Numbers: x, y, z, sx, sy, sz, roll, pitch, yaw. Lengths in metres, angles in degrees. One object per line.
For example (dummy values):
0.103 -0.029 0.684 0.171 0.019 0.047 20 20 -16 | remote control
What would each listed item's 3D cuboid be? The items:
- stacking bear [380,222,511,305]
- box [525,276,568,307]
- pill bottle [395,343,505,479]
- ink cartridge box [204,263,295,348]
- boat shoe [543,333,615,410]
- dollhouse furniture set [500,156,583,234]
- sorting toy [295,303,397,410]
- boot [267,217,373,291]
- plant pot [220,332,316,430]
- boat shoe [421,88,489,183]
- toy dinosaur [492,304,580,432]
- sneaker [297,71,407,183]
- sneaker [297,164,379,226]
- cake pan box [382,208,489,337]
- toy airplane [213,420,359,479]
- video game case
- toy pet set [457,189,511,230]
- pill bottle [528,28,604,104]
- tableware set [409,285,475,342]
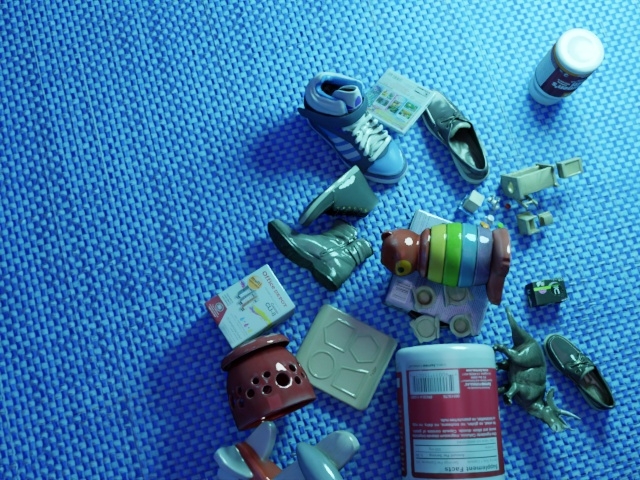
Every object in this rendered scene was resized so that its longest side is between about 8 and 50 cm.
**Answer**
0.283 0.035 1.620 0.289 0.175 0.164 5 46 7 | stacking bear
0.567 0.131 1.736 0.083 0.052 0.062 -9 77 -7 | box
0.291 0.444 1.552 0.229 0.229 0.408 -1 77 -4 | pill bottle
-0.164 0.161 1.635 0.176 0.127 0.128 -33 81 -12 | ink cartridge box
0.639 0.318 1.687 0.080 0.073 0.223 -36 82 -11 | boat shoe
0.581 -0.117 1.793 0.182 0.101 0.161 -17 103 -8 | dollhouse furniture set
0.055 0.282 1.674 0.208 0.038 0.193 26 76 7 | sorting toy
0.000 0.000 1.723 0.246 0.083 0.161 40 65 5 | boot
-0.129 0.320 1.574 0.191 0.191 0.174 -23 73 -9 | plant pot
0.354 -0.282 1.794 0.102 0.092 0.285 -26 79 -7 | boat shoe
0.490 0.316 1.673 0.160 0.121 0.314 -5 73 -18 | toy dinosaur
0.092 -0.282 1.701 0.323 0.236 0.130 39 77 5 | sneaker
0.051 -0.081 1.704 0.222 0.083 0.118 -42 95 -25 | sneaker
0.308 0.086 1.720 0.245 0.070 0.267 19 76 2 | cake pan box
-0.091 0.583 1.460 0.384 0.272 0.386 -1 98 18 | toy airplane
0.197 -0.364 1.812 0.157 0.019 0.143 34 79 24 | video game case
0.408 -0.065 1.762 0.114 0.065 0.122 34 52 1 | toy pet set
0.626 -0.440 1.785 0.121 0.221 0.121 1 77 -4 | pill bottle
0.292 0.168 1.658 0.168 0.020 0.141 -8 80 -5 | tableware set
